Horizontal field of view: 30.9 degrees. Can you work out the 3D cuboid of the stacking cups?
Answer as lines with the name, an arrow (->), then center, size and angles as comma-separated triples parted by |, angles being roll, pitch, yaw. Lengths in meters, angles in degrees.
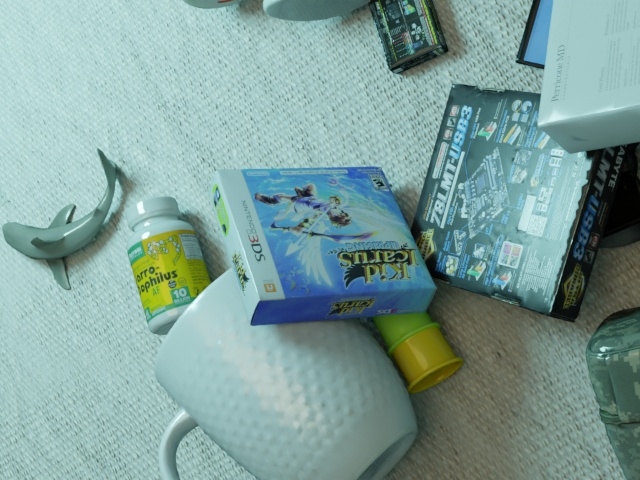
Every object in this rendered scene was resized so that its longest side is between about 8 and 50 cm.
stacking cups -> 0.100, 0.069, 1.735 | 0.096, 0.096, 0.316 | -34, 69, 18

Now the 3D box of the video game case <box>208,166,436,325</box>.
video game case -> 0.000, 0.000, 1.651 | 0.061, 0.269, 0.244 | 112, 146, -46

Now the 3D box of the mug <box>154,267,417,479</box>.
mug -> -0.066, 0.252, 1.668 | 0.374, 0.276, 0.328 | -43, 70, -10

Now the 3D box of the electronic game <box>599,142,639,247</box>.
electronic game -> 0.402, -0.104, 1.632 | 0.229, 0.048, 0.229 | 1, 92, 29

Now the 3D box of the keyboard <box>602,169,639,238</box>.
keyboard -> 0.368, -0.042, 1.602 | 0.192, 0.038, 0.100 | -24, 70, 39

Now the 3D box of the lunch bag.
lunch bag -> 0.507, 0.206, 1.460 | 0.305, 0.212, 0.256 | -14, 95, 26

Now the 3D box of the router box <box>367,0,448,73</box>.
router box -> 0.135, -0.332, 1.791 | 0.092, 0.038, 0.122 | -21, 76, 23

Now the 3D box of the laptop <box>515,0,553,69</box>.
laptop -> 0.415, -0.344, 1.603 | 0.136, 0.264, 0.234 | 15, 92, -16

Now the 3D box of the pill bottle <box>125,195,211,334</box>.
pill bottle -> -0.249, 0.039, 1.886 | 0.117, 0.117, 0.208 | -24, 74, 21

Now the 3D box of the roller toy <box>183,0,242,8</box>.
roller toy -> -0.169, -0.481, 1.866 | 0.209, 0.191, 0.146 | -28, 72, 6

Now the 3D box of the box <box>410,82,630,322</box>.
box -> 0.268, -0.062, 1.625 | 0.293, 0.073, 0.295 | 16, 89, 50

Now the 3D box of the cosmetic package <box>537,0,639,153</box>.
cosmetic package -> 0.435, -0.312, 1.449 | 0.284, 0.097, 0.377 | -6, 64, 39

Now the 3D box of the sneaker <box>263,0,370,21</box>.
sneaker -> 0.039, -0.448, 1.805 | 0.295, 0.104, 0.147 | -19, 72, 6

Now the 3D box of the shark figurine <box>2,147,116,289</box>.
shark figurine -> -0.441, -0.026, 1.989 | 0.278, 0.116, 0.166 | -32, 73, 21
